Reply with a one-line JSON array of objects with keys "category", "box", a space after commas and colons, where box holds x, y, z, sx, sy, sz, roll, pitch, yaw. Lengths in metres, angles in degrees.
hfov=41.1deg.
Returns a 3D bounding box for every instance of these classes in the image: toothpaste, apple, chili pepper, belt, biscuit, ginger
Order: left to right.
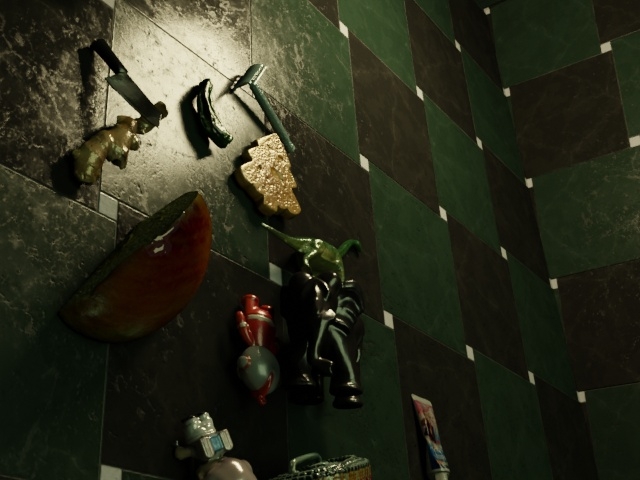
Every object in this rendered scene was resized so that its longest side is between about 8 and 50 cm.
[{"category": "ginger", "box": [-0.378, -0.191, 1.628, 0.089, 0.075, 0.288, 49, 37, -8]}, {"category": "apple", "box": [-0.300, 0.047, 1.516, 0.346, 0.179, 0.254, -57, 158, -55]}, {"category": "chili pepper", "box": [-0.249, -0.293, 1.928, 0.073, 0.050, 0.182, 4, 65, -50]}, {"category": "biscuit", "box": [-0.126, -0.160, 2.051, 0.212, 0.041, 0.239, 34, 44, -36]}, {"category": "belt", "box": [0.001, 0.492, 1.655, 0.295, 0.206, 0.161, 7, 67, -59]}, {"category": "toothpaste", "box": [0.295, 0.539, 2.268, 0.096, 0.061, 0.266, 31, 39, -45]}]

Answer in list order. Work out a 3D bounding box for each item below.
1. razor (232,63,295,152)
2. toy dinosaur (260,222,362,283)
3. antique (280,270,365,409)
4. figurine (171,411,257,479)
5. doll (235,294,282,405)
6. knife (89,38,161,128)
[{"category": "razor", "box": [-0.130, -0.318, 2.141, 0.232, 0.068, 0.106, 60, 31, -26]}, {"category": "toy dinosaur", "box": [0.000, 0.000, 2.104, 0.447, 0.087, 0.301, 49, 35, -41]}, {"category": "antique", "box": [0.005, 0.215, 1.842, 0.322, 0.185, 0.255, 70, 20, -68]}, {"category": "figurine", "box": [-0.180, 0.414, 1.519, 0.137, 0.112, 0.229, -3, 64, -54]}, {"category": "doll", "box": [-0.126, 0.229, 1.758, 0.142, 0.076, 0.245, 36, 38, -41]}, {"category": "knife", "box": [-0.383, -0.303, 1.667, 0.230, 0.028, 0.060, 50, 43, 9]}]
